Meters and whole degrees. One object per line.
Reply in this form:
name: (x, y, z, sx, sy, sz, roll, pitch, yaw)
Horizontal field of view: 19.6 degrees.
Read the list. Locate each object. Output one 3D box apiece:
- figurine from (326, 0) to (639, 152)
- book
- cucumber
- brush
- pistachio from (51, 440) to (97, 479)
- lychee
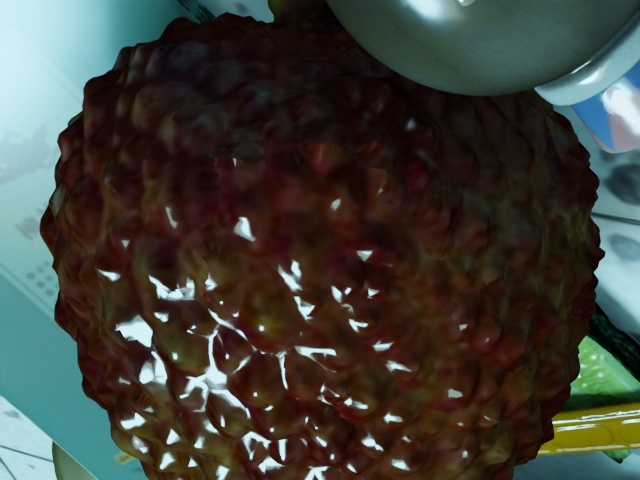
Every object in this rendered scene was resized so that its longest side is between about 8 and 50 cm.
figurine: (0.057, -0.150, 0.690, 0.158, 0.161, 0.275, -25, 132, 12)
book: (-0.127, -0.015, 1.032, 0.264, 0.031, 0.379, -33, 118, 20)
cucumber: (0.122, 0.043, 1.030, 0.220, 0.046, 0.070, 39, 147, -20)
brush: (0.126, 0.111, 1.053, 0.314, 0.017, 0.090, -9, 138, 22)
pistachio: (-0.069, 0.175, 1.262, 0.197, 0.166, 0.288, 9, 144, 53)
lychee: (0.000, 0.000, 0.875, 0.264, 0.300, 0.264, -7, 178, 0)
